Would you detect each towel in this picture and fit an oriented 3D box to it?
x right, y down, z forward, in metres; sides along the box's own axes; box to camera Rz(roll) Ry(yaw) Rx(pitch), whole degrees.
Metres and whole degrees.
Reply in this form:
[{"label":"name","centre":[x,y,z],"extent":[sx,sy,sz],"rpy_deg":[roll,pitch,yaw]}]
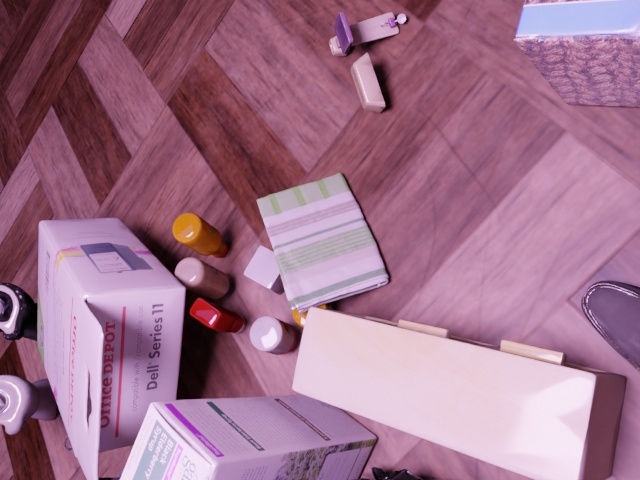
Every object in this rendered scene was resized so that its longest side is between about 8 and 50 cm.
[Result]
[{"label":"towel","centre":[0.000,0.000,0.679],"extent":[0.113,0.023,0.152],"rpy_deg":[-17,60,-8]}]

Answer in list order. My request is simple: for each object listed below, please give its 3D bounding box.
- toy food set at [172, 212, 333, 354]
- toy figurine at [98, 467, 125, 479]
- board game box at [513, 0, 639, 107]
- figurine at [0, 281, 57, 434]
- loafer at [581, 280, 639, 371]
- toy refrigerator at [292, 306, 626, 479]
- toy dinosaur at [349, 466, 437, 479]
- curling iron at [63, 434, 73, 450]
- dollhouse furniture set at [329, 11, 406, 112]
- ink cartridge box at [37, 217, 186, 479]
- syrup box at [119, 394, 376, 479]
[{"label":"toy food set","centre":[-0.086,0.065,0.737],"extent":[0.232,0.104,0.111],"rpy_deg":[27,83,22]},{"label":"toy figurine","centre":[-0.204,0.374,0.713],"extent":[0.213,0.148,0.210],"rpy_deg":[-28,57,33]},{"label":"board game box","centre":[0.311,-0.257,0.442],"extent":[0.232,0.141,0.291],"rpy_deg":[15,89,40]},{"label":"figurine","centre":[-0.464,0.187,0.938],"extent":[0.092,0.209,0.215],"rpy_deg":[-8,78,-5]},{"label":"loafer","centre":[0.267,0.084,0.448],"extent":[0.170,0.061,0.062],"rpy_deg":[41,106,38]},{"label":"toy refrigerator","centre":[0.112,0.124,0.538],"extent":[0.269,0.102,0.094],"rpy_deg":[9,85,40]},{"label":"toy dinosaur","centre":[0.079,0.327,0.514],"extent":[0.321,0.164,0.219],"rpy_deg":[-27,85,15]},{"label":"curling iron","centre":[-0.409,0.217,0.977],"extent":[0.068,0.035,0.274],"rpy_deg":[-41,58,25]},{"label":"dollhouse furniture set","centre":[0.070,-0.209,0.712],"extent":[0.081,0.091,0.115],"rpy_deg":[-19,90,-8]},{"label":"ink cartridge box","centre":[-0.266,0.117,0.756],"extent":[0.353,0.119,0.207],"rpy_deg":[31,118,52]},{"label":"syrup box","centre":[-0.059,0.210,0.566],"extent":[0.096,0.236,0.093],"rpy_deg":[28,98,39]}]
